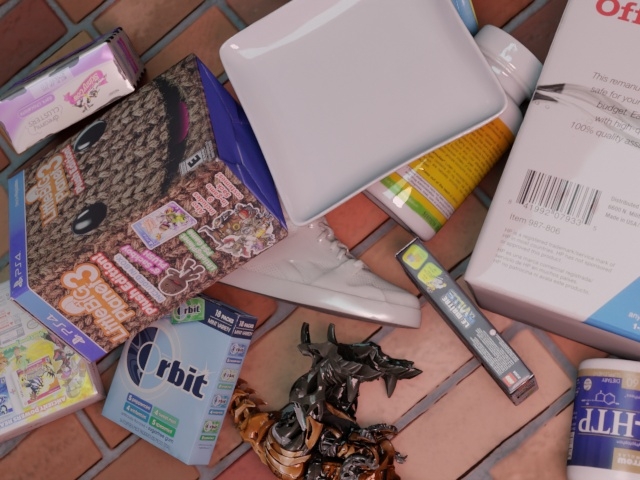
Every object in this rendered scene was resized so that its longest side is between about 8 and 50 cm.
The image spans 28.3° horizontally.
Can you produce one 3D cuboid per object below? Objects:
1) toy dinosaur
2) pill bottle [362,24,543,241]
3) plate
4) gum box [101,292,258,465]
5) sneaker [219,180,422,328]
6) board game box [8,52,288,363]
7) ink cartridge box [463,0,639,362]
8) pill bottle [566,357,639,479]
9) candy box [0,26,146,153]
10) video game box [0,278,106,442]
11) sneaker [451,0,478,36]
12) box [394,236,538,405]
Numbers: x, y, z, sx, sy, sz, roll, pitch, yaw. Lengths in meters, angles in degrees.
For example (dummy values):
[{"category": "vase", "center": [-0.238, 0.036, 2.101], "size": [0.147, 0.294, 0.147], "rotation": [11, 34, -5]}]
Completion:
[{"category": "toy dinosaur", "center": [0.000, 0.219, 1.457], "size": [0.322, 0.164, 0.218], "rotation": [27, 98, 1]}, {"category": "pill bottle", "center": [0.154, -0.131, 1.507], "size": [0.136, 0.136, 0.246], "rotation": [41, 90, 18]}, {"category": "plate", "center": [0.046, -0.184, 1.467], "size": [0.277, 0.045, 0.278], "rotation": [-30, 63, 11]}, {"category": "gum box", "center": [-0.169, 0.151, 1.504], "size": [0.157, 0.041, 0.184], "rotation": [21, 94, 37]}, {"category": "sneaker", "center": [0.000, 0.000, 1.528], "size": [0.292, 0.108, 0.169], "rotation": [16, 83, 17]}, {"category": "board game box", "center": [-0.210, -0.040, 1.491], "size": [0.291, 0.141, 0.232], "rotation": [-33, 39, 12]}, {"category": "ink cartridge box", "center": [0.368, -0.074, 1.435], "size": [0.285, 0.166, 0.395], "rotation": [20, 81, 16]}, {"category": "pill bottle", "center": [0.330, 0.231, 1.395], "size": [0.112, 0.112, 0.187], "rotation": [6, 77, 13]}, {"category": "candy box", "center": [-0.313, -0.194, 1.596], "size": [0.165, 0.196, 0.070], "rotation": [-28, 105, 3]}, {"category": "video game box", "center": [-0.393, 0.151, 1.605], "size": [0.205, 0.048, 0.187], "rotation": [-23, 70, 6]}, {"category": "sneaker", "center": [0.072, -0.337, 1.592], "size": [0.208, 0.127, 0.319], "rotation": [-39, 81, 3]}, {"category": "box", "center": [0.170, 0.095, 1.463], "size": [0.036, 0.114, 0.207], "rotation": [-39, 72, 0]}]
